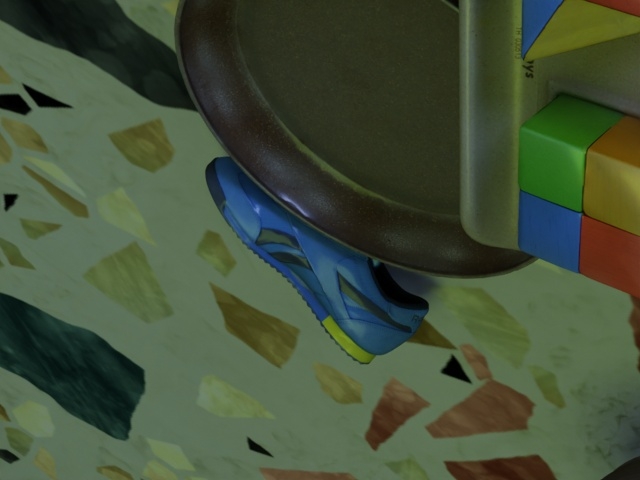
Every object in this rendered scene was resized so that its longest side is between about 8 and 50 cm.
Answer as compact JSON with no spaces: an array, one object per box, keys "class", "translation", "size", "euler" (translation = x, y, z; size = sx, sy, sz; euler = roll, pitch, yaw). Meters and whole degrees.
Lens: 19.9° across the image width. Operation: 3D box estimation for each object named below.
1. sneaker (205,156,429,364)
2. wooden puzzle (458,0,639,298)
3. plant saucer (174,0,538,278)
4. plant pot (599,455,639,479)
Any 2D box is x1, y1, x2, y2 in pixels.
[{"class":"sneaker","translation":[0.000,0.000,1.442],"size":[0.082,0.069,0.209],"euler":[-41,95,24]},{"class":"wooden puzzle","translation":[0.225,-0.069,1.027],"size":[0.347,0.080,0.322],"euler":[19,131,28]},{"class":"plant saucer","translation":[0.041,-0.097,1.272],"size":[0.310,0.050,0.311],"euler":[23,147,16]},{"class":"plant pot","translation":[0.279,0.239,1.416],"size":[0.237,0.110,0.237],"euler":[3,137,3]}]
